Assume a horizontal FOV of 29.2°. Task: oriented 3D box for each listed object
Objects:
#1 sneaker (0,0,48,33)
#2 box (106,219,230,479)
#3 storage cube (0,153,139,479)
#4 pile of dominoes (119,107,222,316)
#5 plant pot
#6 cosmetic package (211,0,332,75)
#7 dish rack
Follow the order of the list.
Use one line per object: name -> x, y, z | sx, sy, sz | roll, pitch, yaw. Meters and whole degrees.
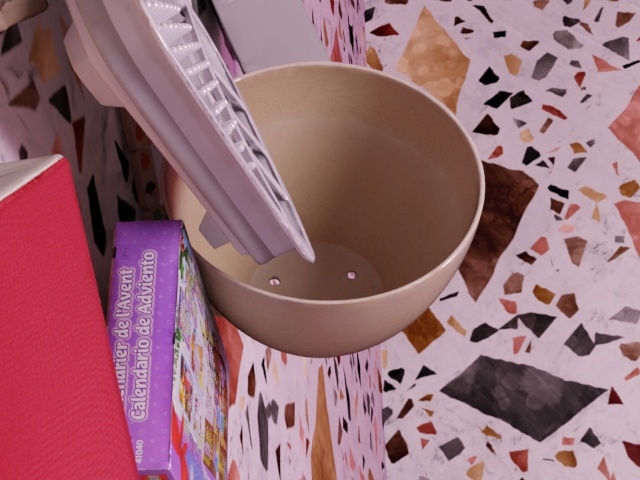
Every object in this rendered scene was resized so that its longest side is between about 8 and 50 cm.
sneaker -> -0.223, -0.151, 0.741 | 0.188, 0.066, 0.071 | -82, 147, -72
box -> -0.121, 0.140, 1.011 | 0.293, 0.057, 0.201 | 83, 5, -61
storage cube -> -0.179, 0.092, 0.430 | 0.215, 0.184, 0.193 | -64, 146, -72
pile of dominoes -> -0.110, -0.053, 1.207 | 0.196, 0.040, 0.251 | -45, 130, -58
plant pot -> 0.000, 0.000, 1.141 | 0.191, 0.284, 0.284 | 92, 0, -51
cosmetic package -> -0.050, -0.228, 1.436 | 0.238, 0.107, 0.127 | 63, 1, 20
dish rack -> -0.125, -0.137, 0.939 | 0.285, 0.072, 0.333 | 65, 4, 35
